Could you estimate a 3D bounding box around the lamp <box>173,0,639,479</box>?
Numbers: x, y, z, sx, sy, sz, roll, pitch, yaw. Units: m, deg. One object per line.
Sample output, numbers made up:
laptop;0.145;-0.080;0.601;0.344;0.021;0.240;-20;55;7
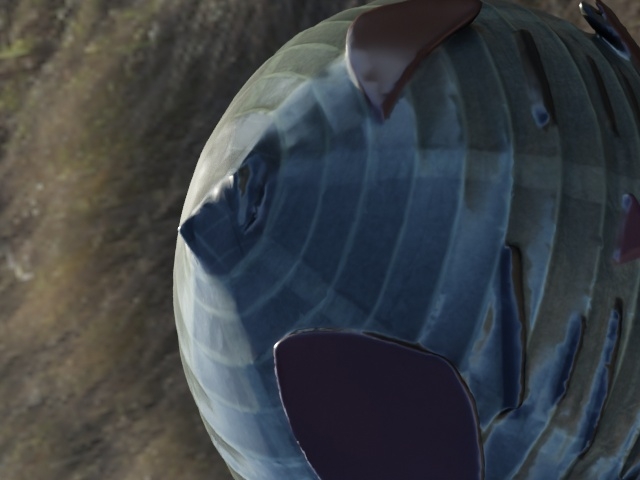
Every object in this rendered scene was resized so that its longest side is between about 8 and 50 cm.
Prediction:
lamp;0.048;0.021;0.634;0.233;0.233;0.265;129;145;-54
